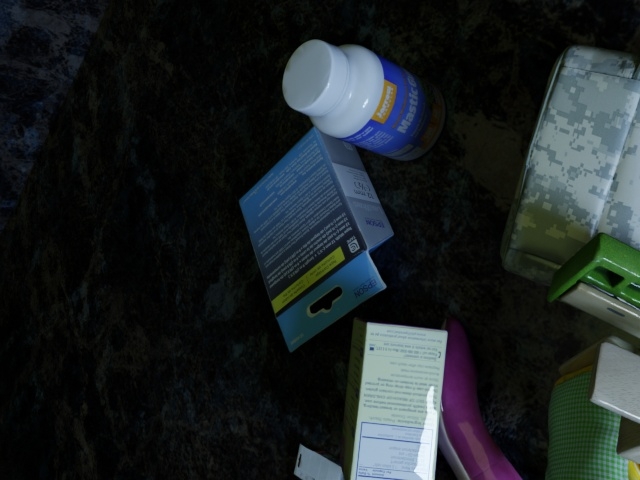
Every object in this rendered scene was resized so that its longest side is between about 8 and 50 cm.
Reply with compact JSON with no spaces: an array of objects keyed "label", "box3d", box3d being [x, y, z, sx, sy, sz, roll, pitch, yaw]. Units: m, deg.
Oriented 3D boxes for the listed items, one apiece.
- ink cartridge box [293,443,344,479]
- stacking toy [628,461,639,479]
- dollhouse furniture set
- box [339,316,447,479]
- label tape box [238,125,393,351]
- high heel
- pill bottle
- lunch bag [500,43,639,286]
[{"label":"ink cartridge box","box3d":[0.003,0.422,1.202,0.115,0.029,0.062,14,92,46]},{"label":"stacking toy","box3d":[0.389,0.272,0.789,0.302,0.175,0.165,-51,6,47]},{"label":"dollhouse furniture set","box3d":[0.282,0.168,0.729,0.301,0.151,0.197,111,-175,-58]},{"label":"box","box3d":[0.104,0.246,0.999,0.213,0.117,0.243,112,165,-84]},{"label":"label tape box","box3d":[0.000,0.000,1.232,0.249,0.115,0.347,-40,59,33]},{"label":"high heel","box3d":[0.257,0.296,0.965,0.181,0.127,0.377,1,68,4]},{"label":"pill bottle","box3d":[0.073,-0.233,1.089,0.152,0.272,0.152,-10,76,43]},{"label":"lunch bag","box3d":[0.388,-0.059,0.794,0.256,0.212,0.305,20,99,28]}]
